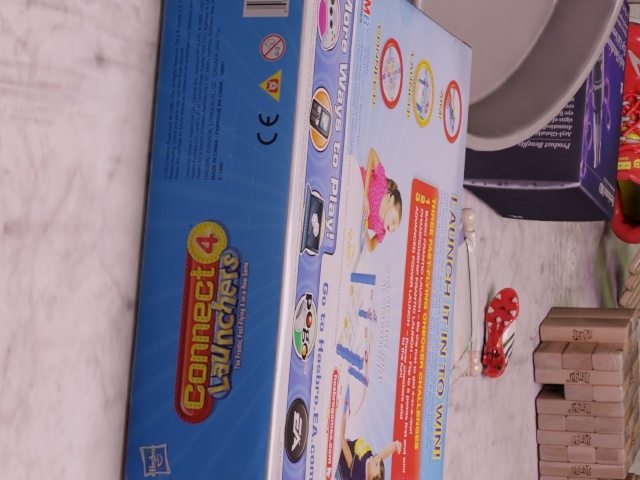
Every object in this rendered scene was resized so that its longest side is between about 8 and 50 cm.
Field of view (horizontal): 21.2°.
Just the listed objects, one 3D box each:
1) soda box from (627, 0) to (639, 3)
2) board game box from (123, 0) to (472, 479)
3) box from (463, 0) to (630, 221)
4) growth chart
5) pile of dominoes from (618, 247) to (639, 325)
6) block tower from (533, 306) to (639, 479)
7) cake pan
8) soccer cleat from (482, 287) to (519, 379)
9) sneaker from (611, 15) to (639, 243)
[{"bbox_3d":[0.377,-0.366,1.983,0.063,0.058,0.183,-14,106,-68],"label":"soda box"},{"bbox_3d":[0.000,0.000,1.030,0.302,0.086,0.308,18,75,-68],"label":"board game box"},{"bbox_3d":[0.197,-0.130,1.485,0.153,0.108,0.207,24,69,-68],"label":"box"},{"bbox_3d":[0.091,0.051,1.355,0.237,0.021,0.172,-24,114,-66],"label":"growth chart"},{"bbox_3d":[0.380,0.011,1.963,0.196,0.040,0.251,-48,157,-25],"label":"pile of dominoes"},{"bbox_3d":[0.278,0.240,1.755,0.091,0.097,0.335,-40,127,-62],"label":"block tower"},{"bbox_3d":[0.144,-0.214,1.289,0.293,0.054,0.293,-29,131,-40],"label":"cake pan"},{"bbox_3d":[0.161,0.084,1.530,0.035,0.029,0.083,45,53,-73],"label":"soccer cleat"},{"bbox_3d":[0.357,-0.115,1.904,0.118,0.107,0.279,-56,142,-45],"label":"sneaker"}]
